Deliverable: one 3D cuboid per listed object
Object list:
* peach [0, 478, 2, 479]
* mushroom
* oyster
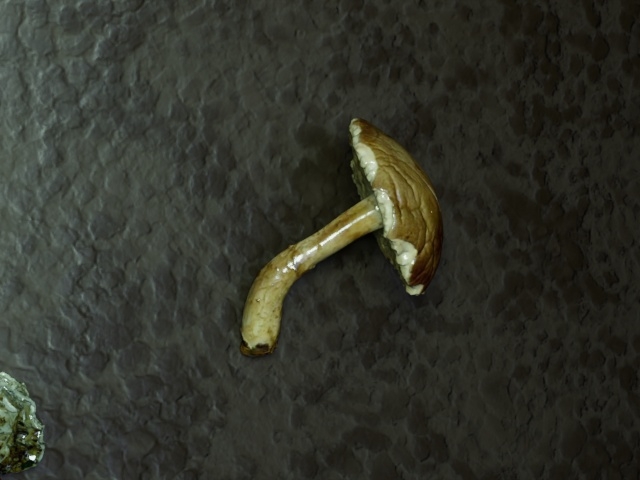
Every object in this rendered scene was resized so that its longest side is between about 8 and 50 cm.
[{"bbox_3d":[-0.477,0.291,1.044,0.417,0.339,0.353,57,35,-15],"label":"peach"},{"bbox_3d":[0.027,0.002,1.367,0.301,0.208,0.233,-44,126,-26],"label":"mushroom"},{"bbox_3d":[-0.383,0.194,1.242,0.125,0.064,0.177,-27,114,-11],"label":"oyster"}]
